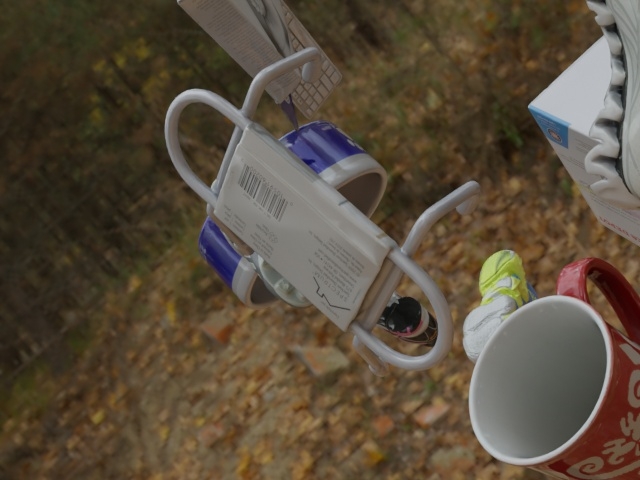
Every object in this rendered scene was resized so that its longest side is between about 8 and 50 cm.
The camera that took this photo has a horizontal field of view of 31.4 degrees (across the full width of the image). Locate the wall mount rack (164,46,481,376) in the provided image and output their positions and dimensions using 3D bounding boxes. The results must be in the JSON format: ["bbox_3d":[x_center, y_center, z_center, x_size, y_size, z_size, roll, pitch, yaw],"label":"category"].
[{"bbox_3d":[0.000,0.000,1.089,0.130,0.350,0.304,-32,-23,-41],"label":"wall mount rack"}]

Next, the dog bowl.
[{"bbox_3d":[-0.037,-0.034,1.555,0.265,0.104,0.265,-40,-17,-15],"label":"dog bowl"}]

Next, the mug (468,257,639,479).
[{"bbox_3d":[0.206,0.104,0.760,0.113,0.169,0.150,24,86,57],"label":"mug"}]

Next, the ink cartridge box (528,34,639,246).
[{"bbox_3d":[0.481,-0.139,1.658,0.197,0.270,0.198,-43,35,-4],"label":"ink cartridge box"}]

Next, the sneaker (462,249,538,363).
[{"bbox_3d":[0.302,0.128,1.803,0.091,0.126,0.240,-22,31,38],"label":"sneaker"}]

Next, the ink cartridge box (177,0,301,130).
[{"bbox_3d":[-0.078,-0.255,1.159,0.045,0.224,0.223,-26,52,17],"label":"ink cartridge box"}]

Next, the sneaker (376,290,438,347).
[{"bbox_3d":[0.109,0.110,1.577,0.072,0.077,0.178,-52,28,0],"label":"sneaker"}]

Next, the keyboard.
[{"bbox_3d":[-0.061,-0.247,1.329,0.072,0.256,0.014,-50,41,-7],"label":"keyboard"}]

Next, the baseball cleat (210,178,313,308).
[{"bbox_3d":[-0.058,0.010,1.337,0.072,0.206,0.109,-28,-27,-11],"label":"baseball cleat"}]

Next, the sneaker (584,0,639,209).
[{"bbox_3d":[0.277,-0.161,0.893,0.110,0.292,0.118,-14,17,-20],"label":"sneaker"}]
